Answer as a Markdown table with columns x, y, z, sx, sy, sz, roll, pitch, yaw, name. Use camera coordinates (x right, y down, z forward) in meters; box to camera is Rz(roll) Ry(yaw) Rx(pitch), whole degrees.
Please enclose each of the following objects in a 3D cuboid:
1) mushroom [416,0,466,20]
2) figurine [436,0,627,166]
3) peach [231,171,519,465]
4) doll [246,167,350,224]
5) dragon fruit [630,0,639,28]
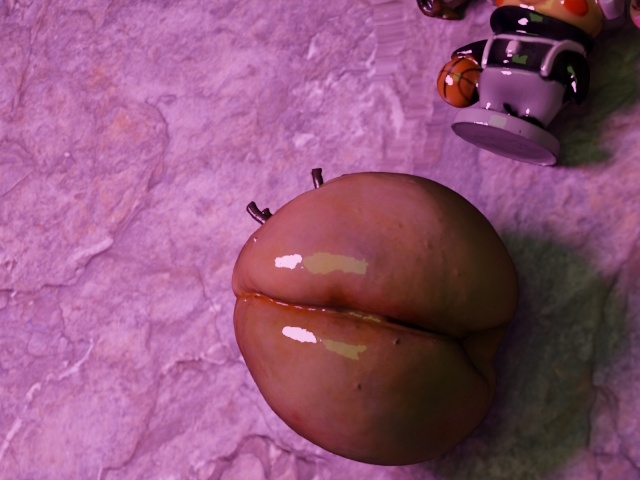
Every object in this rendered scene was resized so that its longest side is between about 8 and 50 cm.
| x | y | z | sx | sy | sz | roll | pitch | yaw | name |
| --- | --- | --- | --- | --- | --- | --- | --- | --- | --- |
| 0.187 | -0.316 | 1.100 | 0.187 | 0.061 | 0.060 | -26 | 64 | 44 | mushroom |
| 0.225 | -0.213 | 1.023 | 0.176 | 0.133 | 0.236 | 20 | 86 | 32 | figurine |
| 0.049 | 0.074 | 0.952 | 0.292 | 0.247 | 0.292 | 2 | 94 | 35 | peach |
| 0.000 | 0.000 | 1.123 | 0.139 | 0.057 | 0.165 | -28 | 65 | 16 | doll |
| 0.404 | -0.252 | 0.905 | 0.218 | 0.198 | 0.272 | -22 | 84 | -10 | dragon fruit |
